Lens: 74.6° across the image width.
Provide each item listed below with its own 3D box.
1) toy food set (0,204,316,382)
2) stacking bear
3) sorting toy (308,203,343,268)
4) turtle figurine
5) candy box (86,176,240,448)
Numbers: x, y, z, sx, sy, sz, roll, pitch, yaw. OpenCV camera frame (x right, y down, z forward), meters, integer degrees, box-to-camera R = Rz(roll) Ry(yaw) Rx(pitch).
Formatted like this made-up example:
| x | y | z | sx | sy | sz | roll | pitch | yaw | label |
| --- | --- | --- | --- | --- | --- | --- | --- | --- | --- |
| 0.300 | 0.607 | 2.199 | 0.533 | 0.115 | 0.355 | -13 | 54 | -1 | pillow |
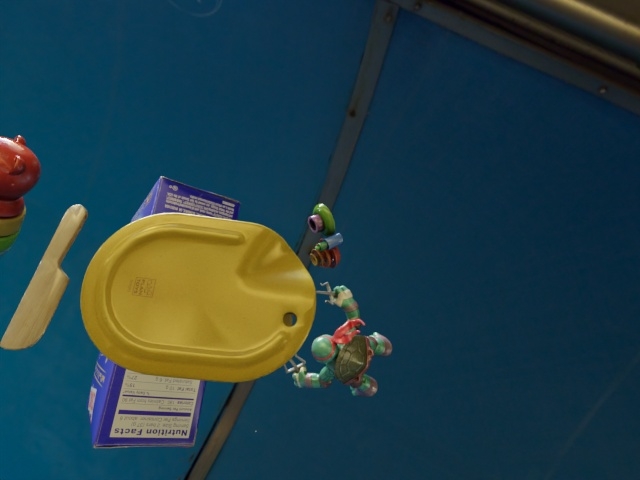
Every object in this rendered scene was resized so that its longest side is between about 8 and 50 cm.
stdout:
| x | y | z | sx | sy | sz | roll | pitch | yaw | label |
| --- | --- | --- | --- | --- | --- | --- | --- | --- | --- |
| -0.115 | 0.048 | 0.353 | 0.217 | 0.071 | 0.128 | 9 | -109 | -6 | toy food set |
| -0.612 | -0.061 | 0.742 | 0.289 | 0.164 | 0.175 | -46 | -138 | 14 | stacking bear |
| 0.000 | 0.000 | 0.621 | 0.042 | 0.061 | 0.102 | -23 | -69 | -25 | sorting toy |
| 0.030 | 0.178 | 0.668 | 0.175 | 0.234 | 0.118 | -52 | -134 | -1 | turtle figurine |
| -0.238 | 0.104 | 0.614 | 0.122 | 0.268 | 0.317 | 17 | -107 | -28 | candy box |
